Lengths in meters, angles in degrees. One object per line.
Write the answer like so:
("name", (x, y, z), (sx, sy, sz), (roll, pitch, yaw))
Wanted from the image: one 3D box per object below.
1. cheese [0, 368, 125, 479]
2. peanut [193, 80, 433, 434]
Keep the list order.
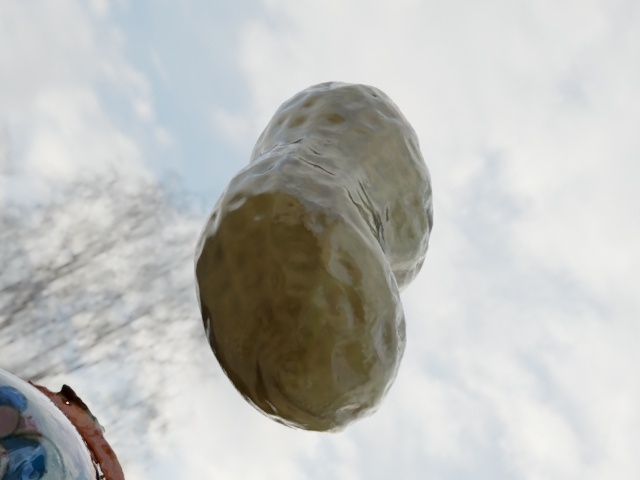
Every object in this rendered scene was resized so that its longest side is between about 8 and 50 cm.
("cheese", (-0.177, 0.173, 0.797), (0.329, 0.217, 0.129), (41, -44, 26))
("peanut", (0.000, 0.000, 0.685), (0.103, 0.229, 0.098), (17, -57, 3))
